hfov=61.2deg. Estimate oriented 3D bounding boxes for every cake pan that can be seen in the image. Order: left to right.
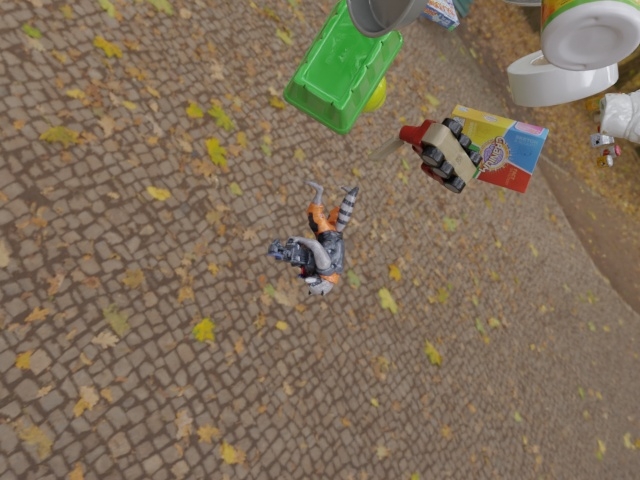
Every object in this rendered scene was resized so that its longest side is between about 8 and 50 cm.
[{"bbox_3d":[0.142,-0.543,1.045,0.054,0.293,0.293,-2,67,-27],"label":"cake pan"}]

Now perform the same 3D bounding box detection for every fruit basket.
[{"bbox_3d":[0.086,-0.526,1.695,0.283,0.392,0.392,32,40,0],"label":"fruit basket"}]

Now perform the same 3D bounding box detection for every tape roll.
[{"bbox_3d":[0.688,-0.480,1.544,0.286,0.286,0.100,-54,129,-51],"label":"tape roll"}]

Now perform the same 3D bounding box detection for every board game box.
[{"bbox_3d":[0.300,-0.686,1.523,0.201,0.035,0.136,10,61,-36],"label":"board game box"},{"bbox_3d":[0.597,-0.318,1.890,0.317,0.242,0.064,20,49,18],"label":"board game box"}]

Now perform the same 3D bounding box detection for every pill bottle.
[{"bbox_3d":[0.413,-0.400,0.829,0.136,0.136,0.245,25,66,-38],"label":"pill bottle"}]

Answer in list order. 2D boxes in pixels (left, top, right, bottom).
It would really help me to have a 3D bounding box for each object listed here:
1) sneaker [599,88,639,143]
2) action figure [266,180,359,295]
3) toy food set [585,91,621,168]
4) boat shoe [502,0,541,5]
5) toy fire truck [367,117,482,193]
[{"bbox_3d":[0.811,-0.368,1.376,0.292,0.169,0.108,-55,147,-25],"label":"sneaker"},{"bbox_3d":[0.000,0.000,1.546,0.341,0.179,0.330,-2,98,-64],"label":"action figure"},{"bbox_3d":[0.954,-0.359,1.770,0.111,0.105,0.232,-5,85,-46],"label":"toy food set"},{"bbox_3d":[0.520,-0.569,1.128,0.103,0.321,0.118,-4,102,-58],"label":"boat shoe"},{"bbox_3d":[0.280,-0.236,1.498,0.217,0.246,0.158,37,85,-44],"label":"toy fire truck"}]
